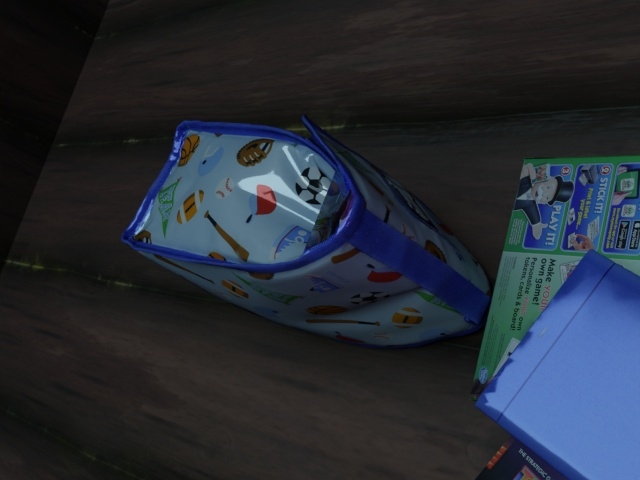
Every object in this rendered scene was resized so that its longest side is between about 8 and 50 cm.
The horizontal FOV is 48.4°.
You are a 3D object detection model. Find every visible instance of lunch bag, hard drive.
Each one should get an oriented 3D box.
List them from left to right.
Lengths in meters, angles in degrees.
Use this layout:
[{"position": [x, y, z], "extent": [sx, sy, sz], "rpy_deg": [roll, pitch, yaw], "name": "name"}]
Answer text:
[{"position": [0.000, 0.000, 0.930], "extent": [0.386, 0.328, 0.238], "rpy_deg": [12, 76, 46], "name": "lunch bag"}, {"position": [0.339, 0.175, 0.683], "extent": [0.319, 0.040, 0.210], "rpy_deg": [36, 89, 33], "name": "hard drive"}]

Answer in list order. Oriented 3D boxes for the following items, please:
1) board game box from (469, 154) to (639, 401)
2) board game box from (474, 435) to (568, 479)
[{"position": [0.309, 0.053, 0.825], "extent": [0.214, 0.046, 0.317], "rpy_deg": [5, 72, 42], "name": "board game box"}, {"position": [0.242, 0.302, 0.759], "extent": [0.141, 0.048, 0.170], "rpy_deg": [-55, 45, 8], "name": "board game box"}]
